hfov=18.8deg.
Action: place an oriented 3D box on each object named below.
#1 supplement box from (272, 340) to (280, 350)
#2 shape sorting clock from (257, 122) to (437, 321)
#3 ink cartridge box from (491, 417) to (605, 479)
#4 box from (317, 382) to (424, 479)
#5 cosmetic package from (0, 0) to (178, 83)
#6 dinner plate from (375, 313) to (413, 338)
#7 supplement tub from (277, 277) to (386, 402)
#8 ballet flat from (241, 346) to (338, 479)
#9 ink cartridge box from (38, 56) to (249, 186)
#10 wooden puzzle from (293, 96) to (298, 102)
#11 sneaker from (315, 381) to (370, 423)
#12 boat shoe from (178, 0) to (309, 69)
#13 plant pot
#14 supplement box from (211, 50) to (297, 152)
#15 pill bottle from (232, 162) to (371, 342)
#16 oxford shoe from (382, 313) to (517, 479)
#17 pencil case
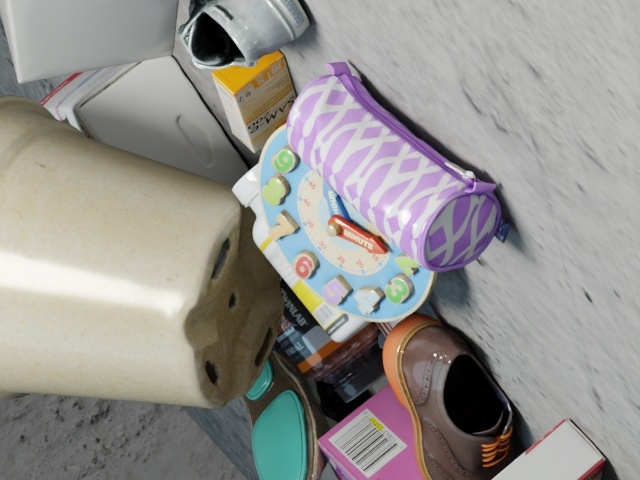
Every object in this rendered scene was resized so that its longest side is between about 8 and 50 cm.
[{"bbox_3d":[-0.054,0.082,2.348,0.056,0.083,0.083,58,166,-18],"label":"supplement box"},{"bbox_3d":[0.021,-0.017,1.749,0.206,0.040,0.206,21,127,32],"label":"shape sorting clock"},{"bbox_3d":[0.206,0.233,1.785,0.056,0.099,0.135,47,168,21],"label":"ink cartridge box"},{"bbox_3d":[0.133,0.326,2.274,0.213,0.117,0.243,40,163,44],"label":"box"},{"bbox_3d":[-0.201,-0.279,1.583,0.365,0.155,0.197,117,139,-75],"label":"cosmetic package"},{"bbox_3d":[0.088,0.094,2.021,0.141,0.017,0.141,50,167,16],"label":"dinner plate"},{"bbox_3d":[-0.005,0.079,2.113,0.198,0.106,0.106,52,168,2],"label":"supplement tub"},{"bbox_3d":[-0.034,0.207,2.373,0.106,0.107,0.316,22,-145,-38],"label":"ballet flat"},{"bbox_3d":[-0.208,-0.103,2.286,0.226,0.131,0.306,55,169,-12],"label":"ink cartridge box"},{"bbox_3d":[0.016,-0.081,1.799,0.116,0.014,0.078,42,164,38],"label":"wooden puzzle"},{"bbox_3d":[0.007,0.197,2.461,0.121,0.079,0.217,56,168,-10],"label":"sneaker"},{"bbox_3d":[-0.085,-0.191,1.698,0.079,0.081,0.227,56,167,-16],"label":"boat shoe"},{"bbox_3d":[-0.213,0.038,1.995,0.305,0.333,0.334,11,149,23],"label":"plant pot"},{"bbox_3d":[-0.058,-0.135,1.803,0.036,0.062,0.098,44,166,30],"label":"supplement box"},{"bbox_3d":[0.000,0.000,1.874,0.184,0.103,0.103,52,168,5],"label":"pill bottle"},{"bbox_3d":[0.149,0.197,1.917,0.098,0.097,0.271,25,151,53],"label":"oxford shoe"},{"bbox_3d":[0.057,-0.057,1.559,0.206,0.086,0.088,40,129,37],"label":"pencil case"}]
